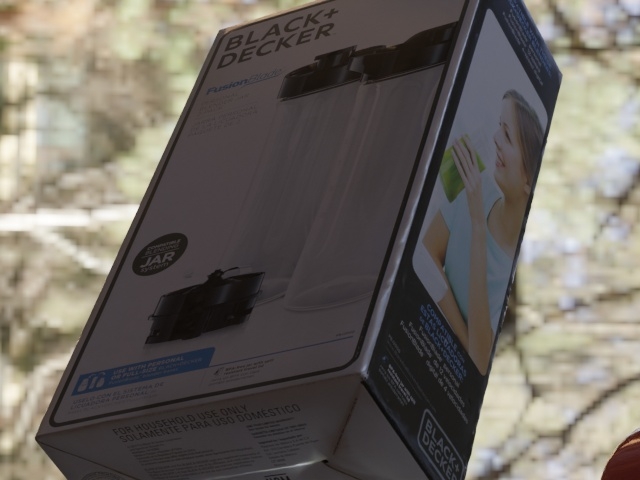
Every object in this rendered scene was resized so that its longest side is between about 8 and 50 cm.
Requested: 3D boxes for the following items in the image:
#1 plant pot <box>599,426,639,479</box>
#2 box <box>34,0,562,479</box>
[{"bbox_3d":[0.398,0.254,1.749,0.243,0.275,0.275,-12,-104,50],"label":"plant pot"},{"bbox_3d":[0.000,0.000,0.897,0.087,0.169,0.290,57,36,-32],"label":"box"}]
